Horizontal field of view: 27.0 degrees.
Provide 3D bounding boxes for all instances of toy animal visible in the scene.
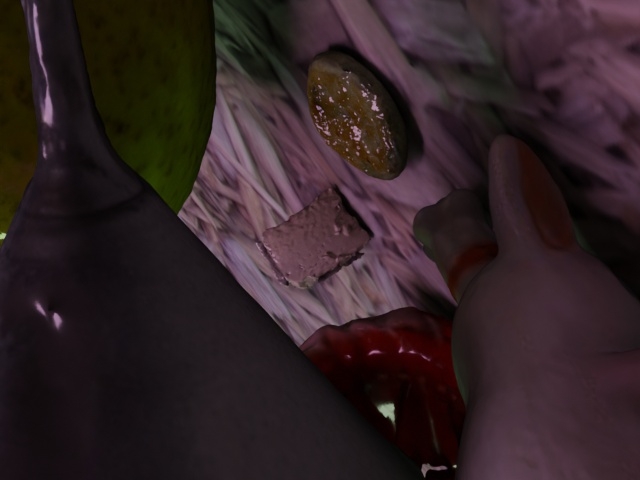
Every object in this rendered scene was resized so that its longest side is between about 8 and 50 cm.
[{"bbox_3d":[0.121,0.069,0.594,0.140,0.138,0.282,111,165,-47],"label":"toy animal"}]

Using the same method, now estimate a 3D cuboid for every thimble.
[{"bbox_3d":[0.055,0.137,0.809,0.189,0.163,0.125,42,161,46],"label":"thimble"}]

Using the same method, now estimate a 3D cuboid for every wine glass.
[{"bbox_3d":[-0.100,-0.047,0.520,0.267,0.267,0.406,25,127,57],"label":"wine glass"}]

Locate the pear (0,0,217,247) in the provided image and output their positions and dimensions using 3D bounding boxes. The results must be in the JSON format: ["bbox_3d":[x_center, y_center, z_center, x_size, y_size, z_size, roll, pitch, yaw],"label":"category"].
[{"bbox_3d":[-0.235,-0.122,0.764,0.391,0.391,0.391,47,161,21],"label":"pear"}]

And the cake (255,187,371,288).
[{"bbox_3d":[0.000,0.000,0.916,0.052,0.065,0.121,53,-175,1],"label":"cake"}]

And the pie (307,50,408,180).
[{"bbox_3d":[0.022,-0.068,0.741,0.084,0.021,0.084,44,156,25],"label":"pie"}]
